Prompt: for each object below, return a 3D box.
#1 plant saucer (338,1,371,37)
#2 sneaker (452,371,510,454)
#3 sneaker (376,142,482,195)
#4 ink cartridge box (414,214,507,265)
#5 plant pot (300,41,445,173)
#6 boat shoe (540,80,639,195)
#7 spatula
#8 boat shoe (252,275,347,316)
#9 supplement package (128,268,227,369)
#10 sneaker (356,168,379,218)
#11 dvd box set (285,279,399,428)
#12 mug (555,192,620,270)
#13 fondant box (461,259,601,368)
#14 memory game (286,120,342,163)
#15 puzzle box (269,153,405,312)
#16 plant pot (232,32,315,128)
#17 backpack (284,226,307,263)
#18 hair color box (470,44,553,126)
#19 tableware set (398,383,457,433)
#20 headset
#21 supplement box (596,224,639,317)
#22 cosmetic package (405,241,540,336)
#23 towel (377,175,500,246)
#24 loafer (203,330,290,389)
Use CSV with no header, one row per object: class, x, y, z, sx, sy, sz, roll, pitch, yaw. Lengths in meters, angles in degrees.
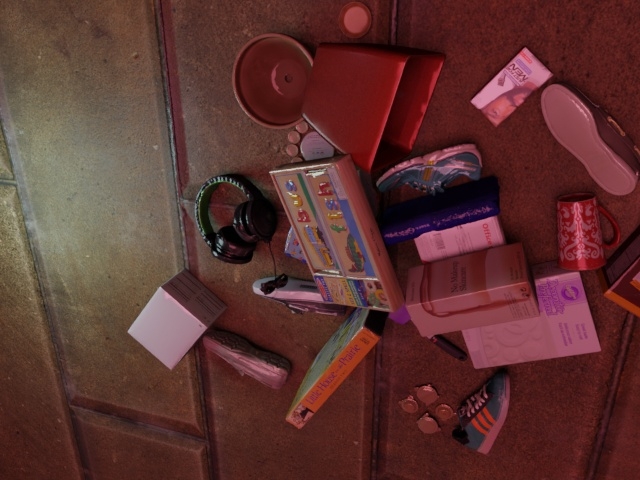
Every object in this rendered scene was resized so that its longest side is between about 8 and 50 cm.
plant saucer,0.087,-0.548,1.335,0.083,0.015,0.083,8,115,17
sneaker,0.476,0.510,1.599,0.121,0.108,0.302,14,118,9
sneaker,0.272,-0.165,1.370,0.275,0.107,0.110,-14,90,25
ink cartridge box,0.378,0.011,1.428,0.218,0.092,0.158,-13,108,26
plant pot,0.110,-0.348,1.290,0.236,0.267,0.267,27,119,20
boat shoe,0.625,-0.245,1.230,0.305,0.091,0.109,50,156,-3
spatula,0.314,0.270,1.598,0.296,0.030,0.084,37,120,1
boat shoe,-0.064,0.181,1.660,0.301,0.108,0.102,4,112,10
supplement package,-0.485,0.267,1.820,0.204,0.145,0.262,42,119,-1
sneaker,0.117,-0.127,1.494,0.065,0.061,0.157,8,117,47
dvd box set,0.066,0.313,1.550,0.062,0.307,0.420,35,119,0
mug,0.647,-0.030,1.324,0.113,0.150,0.169,10,117,57
fondant box,0.546,0.201,1.449,0.330,0.096,0.238,-16,106,24
memory game,-0.008,-0.256,1.498,0.186,0.012,0.186,8,115,17
puzzle box,0.037,-0.012,1.361,0.272,0.052,0.408,1,120,51
plant pot,-0.101,-0.420,1.405,0.237,0.110,0.237,8,115,16
backpack,0.000,0.000,1.548,0.173,0.117,0.158,25,119,5
hair color box,0.448,-0.362,1.265,0.093,0.053,0.167,43,121,-3
tableware set,0.341,0.537,1.711,0.141,0.020,0.168,-41,93,27
headset,-0.236,-0.014,1.586,0.394,0.185,0.243,49,120,8
supplement box,0.813,0.084,1.282,0.191,0.129,0.194,32,119,4
cosmetic package,0.375,0.125,1.342,0.296,0.153,0.129,-17,125,24
towel,0.298,-0.064,1.347,0.308,0.227,0.076,-17,106,24
loafer,-0.258,0.408,1.818,0.319,0.112,0.111,25,110,7
